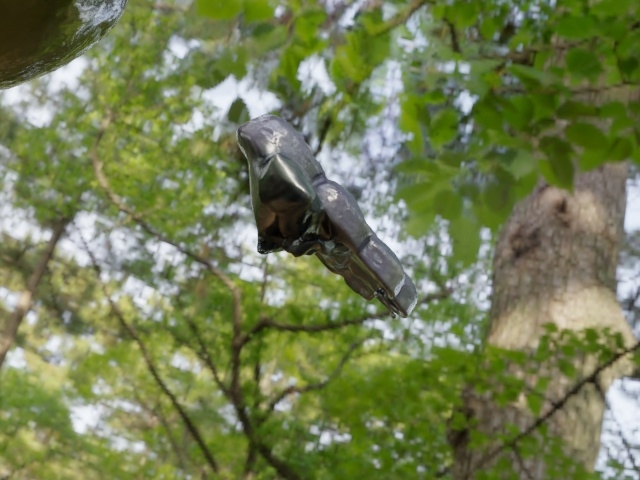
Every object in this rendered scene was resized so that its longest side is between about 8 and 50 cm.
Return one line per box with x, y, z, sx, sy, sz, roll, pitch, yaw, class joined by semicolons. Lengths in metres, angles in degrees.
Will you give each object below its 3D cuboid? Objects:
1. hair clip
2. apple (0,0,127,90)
-0.002;0.001;0.578;0.124;0.052;0.195;50;-1;14;hair clip
-0.296;-0.270;0.928;0.254;0.292;0.292;2;-35;25;apple
